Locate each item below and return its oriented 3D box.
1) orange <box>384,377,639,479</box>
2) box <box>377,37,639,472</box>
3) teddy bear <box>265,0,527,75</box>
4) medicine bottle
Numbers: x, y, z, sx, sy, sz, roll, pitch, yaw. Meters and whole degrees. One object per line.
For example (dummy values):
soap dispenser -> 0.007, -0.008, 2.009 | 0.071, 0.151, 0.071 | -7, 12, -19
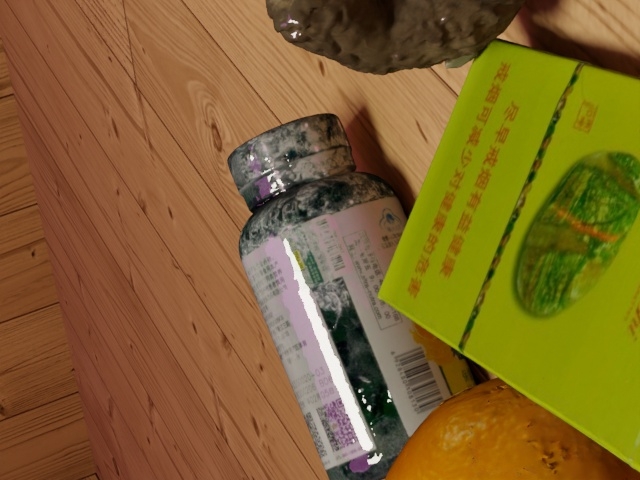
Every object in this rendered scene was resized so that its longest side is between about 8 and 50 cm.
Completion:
orange -> 0.143, 0.195, 1.024 | 0.246, 0.246, 0.246 | 57, 158, 37
box -> 0.148, -0.002, 0.949 | 0.187, 0.047, 0.335 | -67, 26, 5
teddy bear -> 0.049, -0.191, 1.057 | 0.140, 0.177, 0.190 | 38, -151, -50
medicine bottle -> 0.022, 0.047, 1.390 | 0.293, 0.141, 0.141 | 67, 163, 8
